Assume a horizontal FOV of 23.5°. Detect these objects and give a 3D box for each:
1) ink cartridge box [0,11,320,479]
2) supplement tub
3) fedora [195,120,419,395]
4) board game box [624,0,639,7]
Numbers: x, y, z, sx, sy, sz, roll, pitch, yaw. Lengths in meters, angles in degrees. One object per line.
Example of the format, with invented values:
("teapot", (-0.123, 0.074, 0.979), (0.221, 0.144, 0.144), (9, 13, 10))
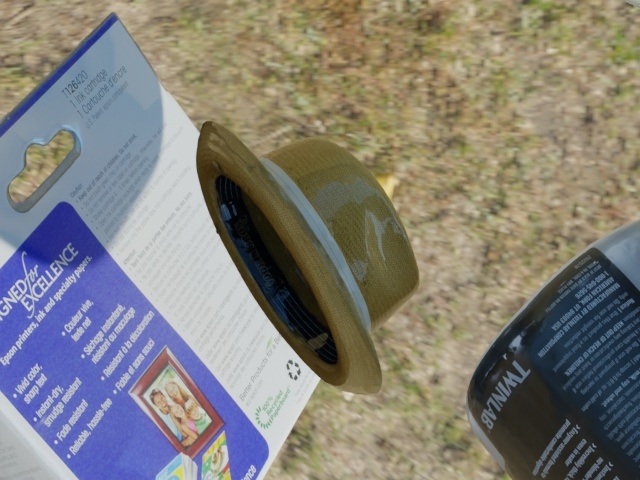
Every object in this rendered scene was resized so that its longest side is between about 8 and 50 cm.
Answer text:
("ink cartridge box", (-0.136, 0.047, 1.046), (0.307, 0.072, 0.303), (52, 40, -16))
("supplement tub", (0.247, 0.151, 0.866), (0.193, 0.193, 0.316), (-33, 63, -14))
("fedora", (0.000, 0.000, 0.931), (0.079, 0.194, 0.194), (-31, 105, -16))
("board game box", (0.330, -0.105, 0.675), (0.308, 0.302, 0.086), (18, 88, -25))
